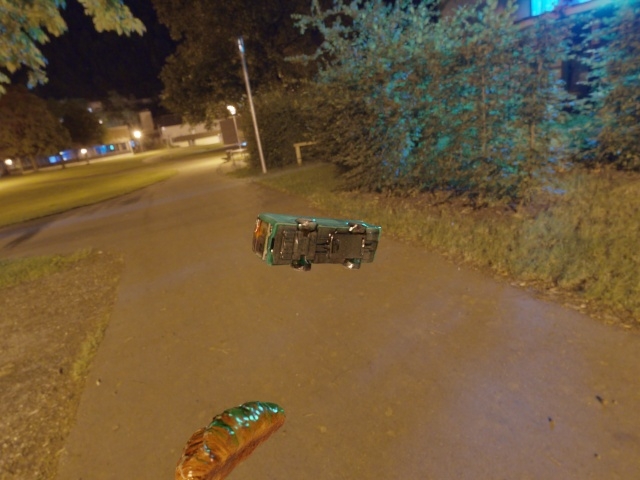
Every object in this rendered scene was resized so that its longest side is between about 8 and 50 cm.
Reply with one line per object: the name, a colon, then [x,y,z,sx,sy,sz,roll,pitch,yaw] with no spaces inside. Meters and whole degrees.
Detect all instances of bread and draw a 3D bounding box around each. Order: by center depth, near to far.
bread: [-0.143,0.308,0.626,0.076,0.105,0.233,36,20,26]

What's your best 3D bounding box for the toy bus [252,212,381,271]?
toy bus: [0.000,0.000,0.732,0.261,0.091,0.109,4,13,-40]
